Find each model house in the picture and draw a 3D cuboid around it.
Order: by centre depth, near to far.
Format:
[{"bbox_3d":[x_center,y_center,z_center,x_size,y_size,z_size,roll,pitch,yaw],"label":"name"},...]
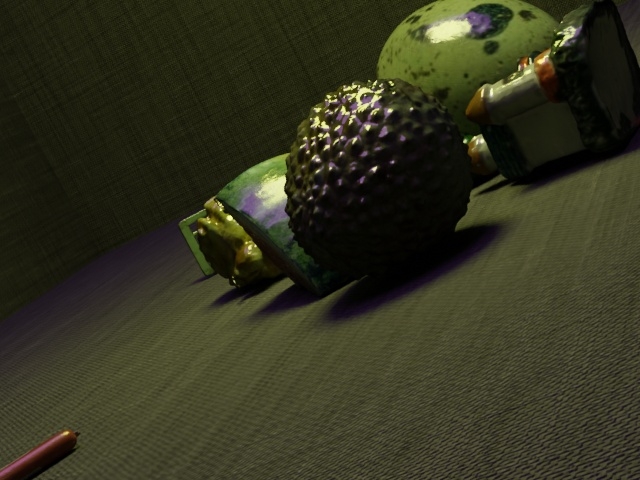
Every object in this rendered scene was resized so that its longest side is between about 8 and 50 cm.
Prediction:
[{"bbox_3d":[0.312,-0.201,1.710,0.300,0.190,0.271,-24,11,31],"label":"model house"}]

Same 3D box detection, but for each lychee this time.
[{"bbox_3d":[0.070,-0.084,1.535,0.274,0.255,0.255,-39,13,-34],"label":"lychee"}]

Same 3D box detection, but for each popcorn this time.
[{"bbox_3d":[-0.130,0.011,2.013,0.173,0.168,0.195,-20,40,-36],"label":"popcorn"}]

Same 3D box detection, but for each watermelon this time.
[{"bbox_3d":[0.000,0.000,1.761,0.212,0.201,0.262,-29,51,-18],"label":"watermelon"}]

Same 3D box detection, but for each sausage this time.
[{"bbox_3d":[-0.396,0.300,1.452,0.223,0.029,0.029,-32,9,-27],"label":"sausage"}]

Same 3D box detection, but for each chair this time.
[{"bbox_3d":[-0.136,-0.045,2.378,0.270,0.136,0.147,-29,7,-17],"label":"chair"}]

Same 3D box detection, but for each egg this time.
[{"bbox_3d":[0.272,-0.294,2.052,0.379,0.288,0.287,-12,17,46],"label":"egg"}]

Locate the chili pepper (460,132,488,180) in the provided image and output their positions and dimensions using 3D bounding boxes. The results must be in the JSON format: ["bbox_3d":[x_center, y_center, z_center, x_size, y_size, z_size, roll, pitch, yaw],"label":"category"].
[{"bbox_3d":[0.218,-0.130,1.967,0.099,0.083,0.253,-34,6,-20],"label":"chili pepper"}]
